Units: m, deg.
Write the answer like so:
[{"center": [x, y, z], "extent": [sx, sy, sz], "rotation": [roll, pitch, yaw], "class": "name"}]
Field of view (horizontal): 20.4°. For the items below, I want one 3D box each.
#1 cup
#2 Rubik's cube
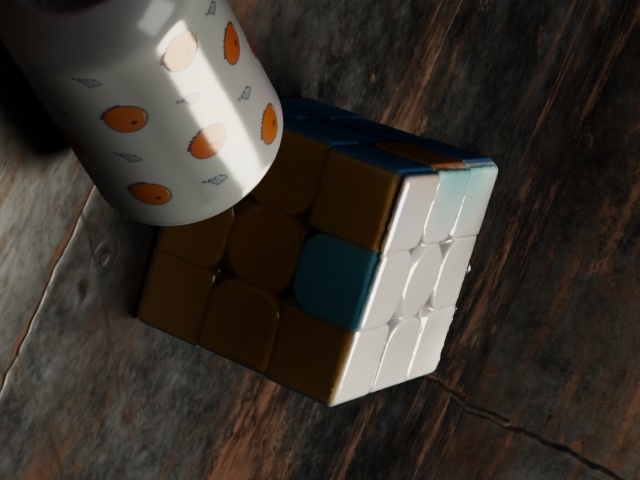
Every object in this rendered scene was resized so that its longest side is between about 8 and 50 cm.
[{"center": [-0.178, -0.183, 1.731], "extent": [0.212, 0.212, 0.317], "rotation": [-59, 153, -20], "class": "cup"}, {"center": [0.000, 0.000, 2.139], "extent": [0.290, 0.292, 0.291], "rotation": [-8, 117, -63], "class": "Rubik's cube"}]
